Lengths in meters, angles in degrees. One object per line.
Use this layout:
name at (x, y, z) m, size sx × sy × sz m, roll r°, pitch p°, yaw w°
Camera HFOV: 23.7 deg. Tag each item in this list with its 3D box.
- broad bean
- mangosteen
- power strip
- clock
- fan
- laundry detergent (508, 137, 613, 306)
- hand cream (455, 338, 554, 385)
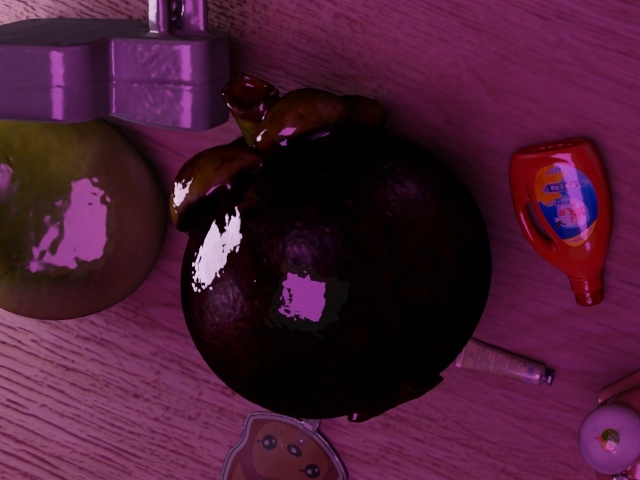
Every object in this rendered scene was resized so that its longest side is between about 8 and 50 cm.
broad bean at (-0.305, -0.036, 1.634) m, size 0.291 × 0.119 × 0.238 m, roll 22°, pitch 101°, yaw 9°
mangosteen at (0.000, 0.000, 1.449) m, size 0.306 × 0.307 × 0.347 m, roll -28°, pitch 82°, yaw 23°
power strip at (-0.221, -0.188, 1.502) m, size 0.261 × 0.229 × 0.141 m, roll 4°, pitch 105°, yaw 16°
clock at (0.312, 0.220, 1.479) m, size 0.092 × 0.162 × 0.166 m, roll -32°, pitch 93°, yaw 25°
fan at (-0.024, 0.224, 1.671) m, size 0.132 × 0.009 × 0.220 m, roll 33°, pitch 112°, yaw 6°
laundry detergent at (0.242, -0.014, 1.499) m, size 0.097 × 0.049 × 0.165 m, roll -8°, pitch 103°, yaw 27°
hand cream at (0.190, 0.127, 1.571) m, size 0.102 × 0.022 × 0.035 m, roll 16°, pitch 109°, yaw 19°
